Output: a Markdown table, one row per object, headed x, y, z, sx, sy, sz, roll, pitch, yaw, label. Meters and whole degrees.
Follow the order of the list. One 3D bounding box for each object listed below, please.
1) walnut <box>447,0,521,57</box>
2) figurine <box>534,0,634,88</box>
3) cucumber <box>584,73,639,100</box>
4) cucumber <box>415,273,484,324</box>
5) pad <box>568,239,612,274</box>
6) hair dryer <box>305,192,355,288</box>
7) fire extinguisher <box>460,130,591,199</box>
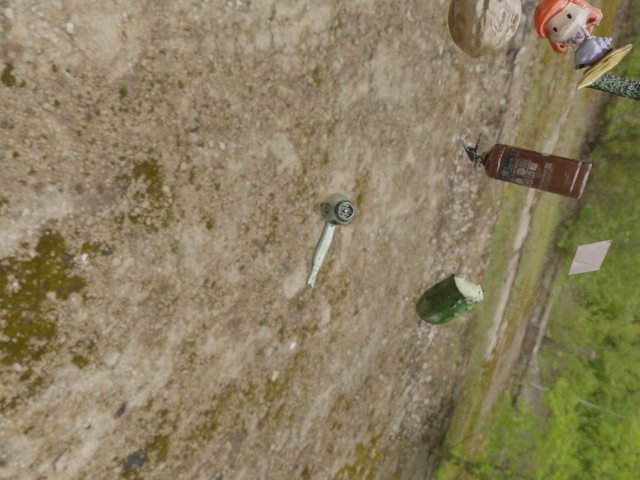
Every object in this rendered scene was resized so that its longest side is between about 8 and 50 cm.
| x | y | z | sx | sy | sz | roll | pitch | yaw | label |
| --- | --- | --- | --- | --- | --- | --- | --- | --- | --- |
| 0.565 | -0.773 | 1.801 | 0.273 | 0.227 | 0.272 | 180 | -90 | -85 | walnut |
| 0.747 | -0.593 | 1.509 | 0.208 | 0.256 | 0.181 | -27 | 168 | -14 | figurine |
| 0.910 | -0.481 | 1.604 | 0.058 | 0.187 | 0.058 | -58 | 161 | -34 | cucumber |
| 0.479 | 0.254 | 2.043 | 0.325 | 0.145 | 0.105 | -45 | -155 | 51 | cucumber |
| 0.951 | 0.061 | 1.837 | 0.187 | 0.113 | 0.006 | 72 | 8 | -52 | pad |
| -0.001 | -0.024 | 1.472 | 0.267 | 0.093 | 0.229 | -62 | -161 | 15 | hair dryer |
| 0.541 | -0.217 | 1.407 | 0.102 | 0.344 | 0.137 | -50 | 150 | -41 | fire extinguisher |
